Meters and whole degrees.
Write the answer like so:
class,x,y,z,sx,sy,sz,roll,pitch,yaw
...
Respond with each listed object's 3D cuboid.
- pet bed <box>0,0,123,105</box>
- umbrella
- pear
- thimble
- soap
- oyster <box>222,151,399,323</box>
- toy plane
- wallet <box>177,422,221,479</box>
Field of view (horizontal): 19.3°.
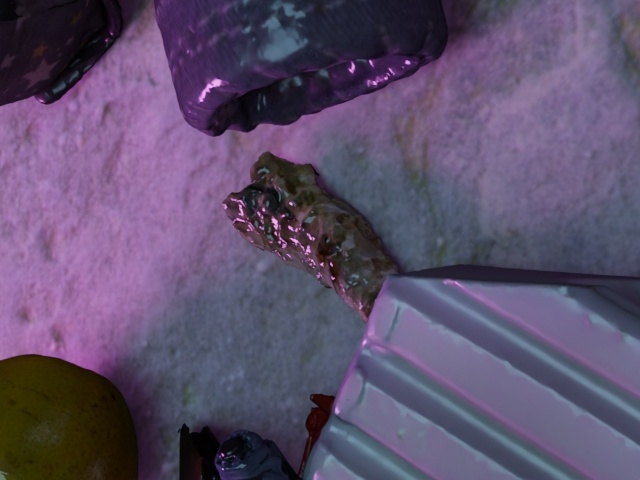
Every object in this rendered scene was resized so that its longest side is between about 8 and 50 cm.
class,x,y,z,sx,sy,sz,roll,pitch,yaw
pet bed,-0.284,-0.239,1.648,0.211,0.159,0.183,53,139,18
umbrella,-0.001,0.237,1.496,0.053,0.052,0.250,-20,127,27
pear,-0.256,0.198,1.650,0.198,0.198,0.198,4,98,31
thimble,-0.022,-0.191,1.459,0.236,0.205,0.172,-31,72,61
soap,0.229,0.174,1.363,0.446,0.156,0.261,31,111,26
oyster,0.001,-0.001,1.541,0.200,0.061,0.106,20,105,29
toy plane,-0.028,0.225,1.565,0.077,0.126,0.194,4,100,59
wallet,-0.096,0.218,1.563,0.031,0.198,0.110,-1,94,-10
